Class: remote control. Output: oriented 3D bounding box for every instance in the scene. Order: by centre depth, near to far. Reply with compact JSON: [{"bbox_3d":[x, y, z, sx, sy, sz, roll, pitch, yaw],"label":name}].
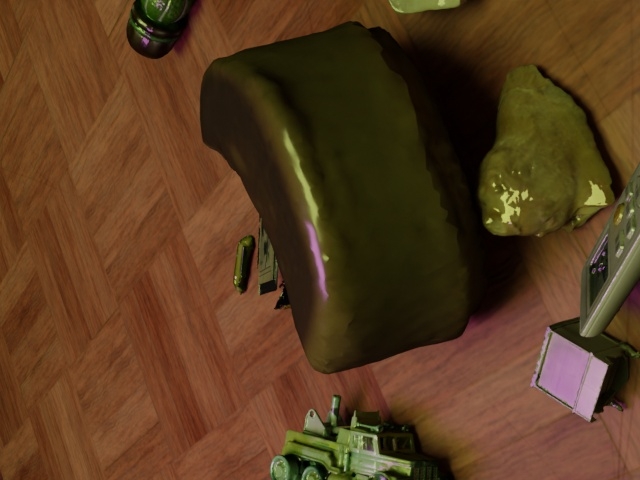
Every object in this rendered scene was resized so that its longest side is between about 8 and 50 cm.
[{"bbox_3d":[0.324,-0.041,0.925,0.055,0.109,0.313,18,131,1],"label":"remote control"}]

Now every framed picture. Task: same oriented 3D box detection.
[{"bbox_3d":[-0.075,-0.020,1.424,0.195,0.010,0.199,153,120,-79],"label":"framed picture"}]

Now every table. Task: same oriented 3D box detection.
[{"bbox_3d":[0.283,0.137,1.050,0.083,0.062,0.079,34,123,44],"label":"table"}]

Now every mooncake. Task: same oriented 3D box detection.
[{"bbox_3d":[0.029,-0.051,1.172,0.393,0.246,0.394,-138,30,-67],"label":"mooncake"}]

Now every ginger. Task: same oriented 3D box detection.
[{"bbox_3d":[0.210,-0.093,1.060,0.115,0.122,0.193,111,143,-62],"label":"ginger"}]

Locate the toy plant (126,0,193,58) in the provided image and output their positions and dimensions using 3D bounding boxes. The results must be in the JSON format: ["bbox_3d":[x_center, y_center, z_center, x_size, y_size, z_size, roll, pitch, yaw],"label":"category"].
[{"bbox_3d":[-0.260,-0.382,1.620,0.093,0.093,0.162,58,135,27],"label":"toy plant"}]

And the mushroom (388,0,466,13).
[{"bbox_3d":[0.093,-0.361,1.165,0.108,0.096,0.247,114,140,-71],"label":"mushroom"}]

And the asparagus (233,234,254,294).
[{"bbox_3d":[-0.125,0.043,1.593,0.025,0.021,0.108,35,124,42],"label":"asparagus"}]

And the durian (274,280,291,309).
[{"bbox_3d":[-0.001,-0.001,1.384,0.108,0.119,0.187,-97,12,-74],"label":"durian"}]

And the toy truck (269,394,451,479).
[{"bbox_3d":[0.054,0.291,1.338,0.259,0.128,0.135,8,91,52],"label":"toy truck"}]
